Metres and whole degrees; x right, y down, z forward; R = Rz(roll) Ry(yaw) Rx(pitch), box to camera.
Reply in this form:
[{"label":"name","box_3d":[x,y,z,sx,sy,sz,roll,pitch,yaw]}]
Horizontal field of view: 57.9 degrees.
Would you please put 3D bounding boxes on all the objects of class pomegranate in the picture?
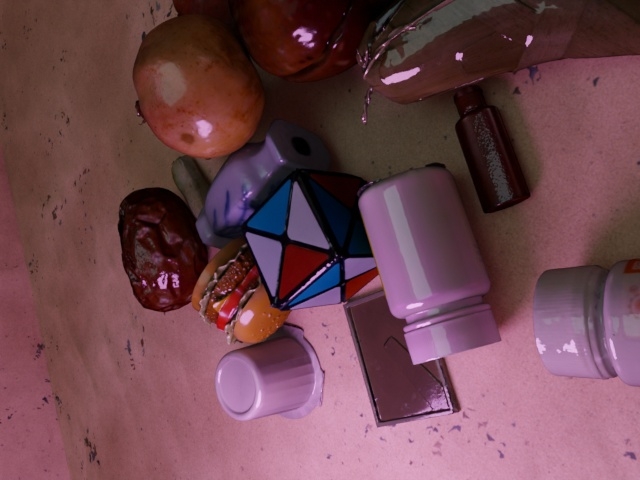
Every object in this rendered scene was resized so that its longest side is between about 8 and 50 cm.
[{"label":"pomegranate","box_3d":[-0.304,-0.356,1.380,0.338,0.338,0.337,0,90,41]}]

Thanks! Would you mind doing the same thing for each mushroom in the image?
[{"label":"mushroom","box_3d":[-0.390,-0.144,1.829,0.100,0.081,0.312,-50,58,25]}]

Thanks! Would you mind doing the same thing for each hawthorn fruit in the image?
[{"label":"hawthorn fruit","box_3d":[-0.296,-0.653,1.595,0.307,0.276,0.276,-38,65,16]}]

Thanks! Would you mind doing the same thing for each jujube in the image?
[{"label":"jujube","box_3d":[-0.496,0.028,1.800,0.276,0.277,0.376,-35,75,36]}]

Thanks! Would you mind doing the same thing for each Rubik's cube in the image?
[{"label":"Rubik's cube","box_3d":[0.000,0.000,1.374,0.250,0.247,0.248,-43,62,34]}]

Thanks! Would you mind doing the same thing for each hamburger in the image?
[{"label":"hamburger","box_3d":[-0.175,0.140,1.493,0.212,0.274,0.274,32,112,16]}]

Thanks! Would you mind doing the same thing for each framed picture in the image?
[{"label":"framed picture","box_3d":[0.181,0.269,1.367,0.232,0.024,0.314,-25,73,39]}]

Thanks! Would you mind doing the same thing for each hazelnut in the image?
[{"label":"hazelnut","box_3d":[-0.015,-0.585,1.313,0.402,0.402,0.428,-16,88,40]}]

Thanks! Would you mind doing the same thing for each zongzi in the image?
[{"label":"zongzi","box_3d":[0.304,-0.327,1.082,0.500,0.218,0.466,-44,60,18]}]

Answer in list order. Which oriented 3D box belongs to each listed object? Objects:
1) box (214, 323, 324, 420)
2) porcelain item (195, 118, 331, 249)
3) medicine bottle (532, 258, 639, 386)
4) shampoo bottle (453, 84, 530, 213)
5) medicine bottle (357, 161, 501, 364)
[{"label":"box","box_3d":[-0.168,0.378,1.552,0.291,0.206,0.262,-42,64,31]},{"label":"porcelain item","box_3d":[-0.163,-0.125,1.527,0.405,0.243,0.178,-42,44,38]},{"label":"medicine bottle","box_3d":[0.554,0.128,0.916,0.372,0.211,0.210,-7,86,41]},{"label":"shampoo bottle","box_3d":[0.342,-0.192,1.193,0.102,0.064,0.260,-27,73,40]},{"label":"medicine bottle","box_3d":[0.225,0.049,1.199,0.214,0.214,0.378,-27,72,38]}]
